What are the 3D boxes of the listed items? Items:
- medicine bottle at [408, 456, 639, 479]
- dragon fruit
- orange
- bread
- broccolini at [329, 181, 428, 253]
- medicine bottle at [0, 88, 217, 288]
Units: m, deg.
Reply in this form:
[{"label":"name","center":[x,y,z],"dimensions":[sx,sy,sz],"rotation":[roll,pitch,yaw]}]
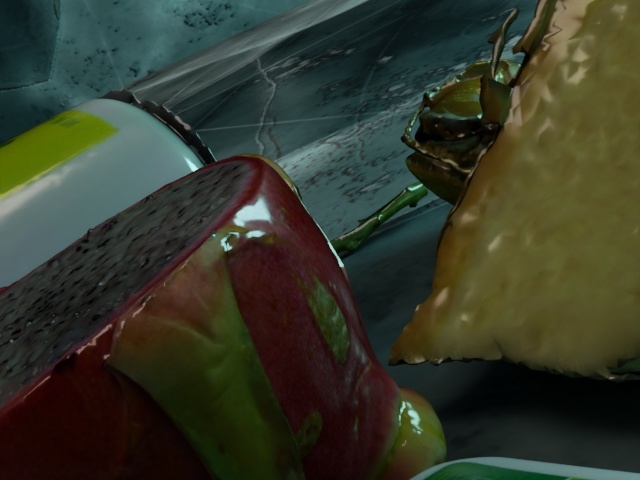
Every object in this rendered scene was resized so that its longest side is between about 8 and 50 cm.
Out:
[{"label":"medicine bottle","center":[0.090,0.135,0.491],"dimensions":[0.119,0.069,0.183],"rotation":[-34,20,-35]},{"label":"dragon fruit","center":[-0.089,0.106,0.656],"dimensions":[0.290,0.189,0.290],"rotation":[-31,14,8]},{"label":"orange","center":[0.143,-0.069,0.955],"dimensions":[0.160,0.112,0.170],"rotation":[-25,34,-11]},{"label":"bread","center":[0.191,-0.098,0.732],"dimensions":[0.315,0.279,0.248],"rotation":[-22,20,-37]},{"label":"broccolini","center":[0.001,0.005,1.074],"dimensions":[0.194,0.054,0.052],"rotation":[-19,47,-5]},{"label":"medicine bottle","center":[-0.233,0.077,0.857],"dimensions":[0.378,0.214,0.213],"rotation":[-35,20,-29]}]
